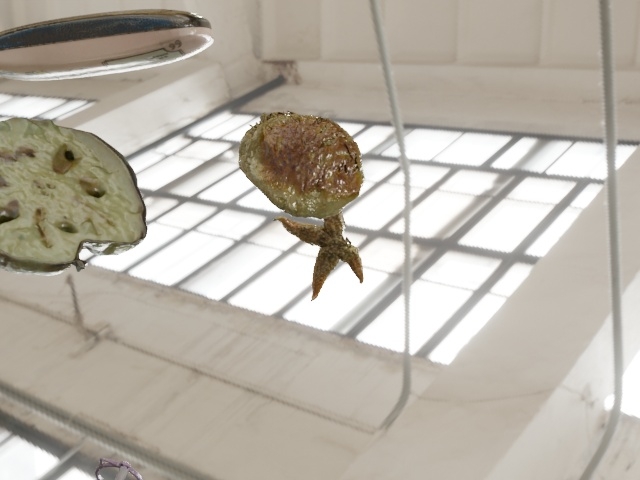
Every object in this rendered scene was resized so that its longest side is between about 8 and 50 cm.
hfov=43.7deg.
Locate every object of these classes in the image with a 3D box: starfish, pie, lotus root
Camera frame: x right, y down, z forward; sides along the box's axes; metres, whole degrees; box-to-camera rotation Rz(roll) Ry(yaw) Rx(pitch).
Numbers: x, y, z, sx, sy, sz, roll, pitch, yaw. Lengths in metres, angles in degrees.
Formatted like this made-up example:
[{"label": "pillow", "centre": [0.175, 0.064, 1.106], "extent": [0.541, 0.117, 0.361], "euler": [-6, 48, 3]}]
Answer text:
[{"label": "starfish", "centre": [-0.001, 0.000, 1.628], "extent": [0.138, 0.050, 0.247], "euler": [-17, -69, 17]}, {"label": "pie", "centre": [-0.024, -0.112, 1.169], "extent": [0.079, 0.193, 0.163], "euler": [145, -53, -65]}, {"label": "lotus root", "centre": [-0.263, -0.027, 0.756], "extent": [0.078, 0.183, 0.203], "euler": [-62, -149, 36]}]

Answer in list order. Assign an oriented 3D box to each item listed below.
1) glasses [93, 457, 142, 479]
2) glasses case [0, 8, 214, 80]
[{"label": "glasses", "centre": [-0.253, 0.316, 0.878], "extent": [0.062, 0.104, 0.140], "euler": [32, -51, -17]}, {"label": "glasses case", "centre": [-0.299, -0.260, 1.063], "extent": [0.314, 0.122, 0.075], "euler": [-6, -81, 4]}]
